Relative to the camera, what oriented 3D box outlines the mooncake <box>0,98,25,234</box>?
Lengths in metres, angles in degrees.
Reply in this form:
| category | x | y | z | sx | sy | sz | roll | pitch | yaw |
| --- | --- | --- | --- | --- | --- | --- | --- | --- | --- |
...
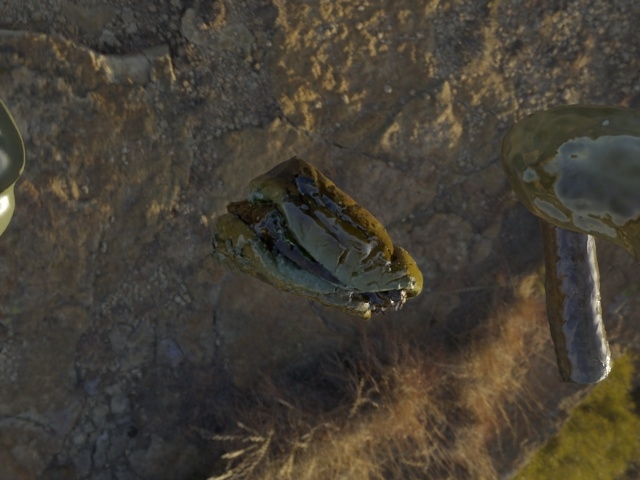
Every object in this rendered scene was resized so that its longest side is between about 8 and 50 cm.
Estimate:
| category | x | y | z | sx | sy | sz | roll | pitch | yaw |
| --- | --- | --- | --- | --- | --- | --- | --- | --- | --- |
| mooncake | -0.398 | -0.058 | 0.618 | 0.275 | 0.135 | 0.275 | -37 | 149 | -27 |

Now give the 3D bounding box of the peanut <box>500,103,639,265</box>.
| category | x | y | z | sx | sy | sz | roll | pitch | yaw |
| --- | --- | --- | --- | --- | --- | --- | --- | --- | --- |
| peanut | 0.241 | -0.018 | 0.469 | 0.117 | 0.263 | 0.101 | -28 | 148 | -43 |

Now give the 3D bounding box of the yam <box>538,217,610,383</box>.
| category | x | y | z | sx | sy | sz | roll | pitch | yaw |
| --- | --- | --- | --- | --- | --- | --- | --- | --- | --- |
| yam | 0.317 | 0.013 | 0.910 | 0.081 | 0.081 | 0.357 | -14 | 94 | -17 |

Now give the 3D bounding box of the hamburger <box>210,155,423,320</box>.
| category | x | y | z | sx | sy | sz | roll | pitch | yaw |
| --- | --- | --- | --- | --- | --- | --- | --- | --- | --- |
| hamburger | 0.000 | 0.000 | 0.710 | 0.206 | 0.183 | 0.130 | 24 | 86 | -14 |
